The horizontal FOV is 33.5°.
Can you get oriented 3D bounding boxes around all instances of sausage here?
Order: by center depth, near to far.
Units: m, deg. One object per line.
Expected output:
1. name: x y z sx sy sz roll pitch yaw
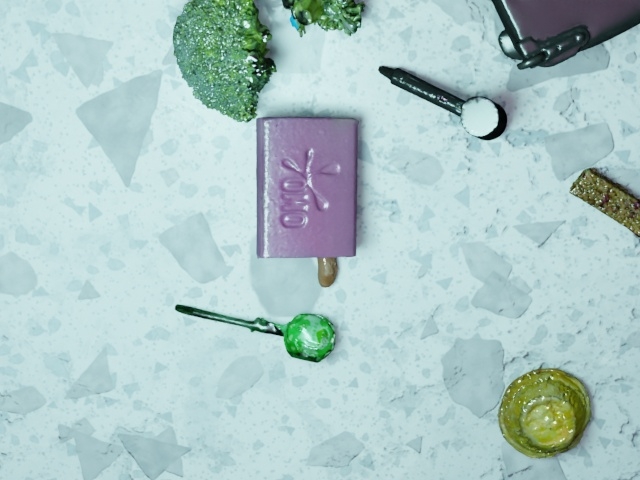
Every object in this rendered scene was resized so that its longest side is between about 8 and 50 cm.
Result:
1. sausage: 0.000 0.000 2.004 0.043 0.043 0.186 -11 105 7

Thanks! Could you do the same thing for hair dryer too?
1. hair dryer: 0.214 -0.252 1.909 0.248 0.114 0.070 26 99 17

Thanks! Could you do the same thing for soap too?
1. soap: -0.026 -0.094 1.922 0.181 0.081 0.259 0 95 -11

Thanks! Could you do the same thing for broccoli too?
1. broccoli: -0.010 -0.416 1.835 0.154 0.160 0.167 -13 117 35
2. broccoli: -0.160 -0.325 1.864 0.226 0.198 0.176 38 69 -34

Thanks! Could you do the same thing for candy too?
1. candy: -0.128 0.161 2.047 0.323 0.097 0.097 12 106 8

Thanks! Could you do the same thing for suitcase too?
1. suitcase: 0.409 -0.494 1.767 0.339 0.188 0.345 -26 100 12

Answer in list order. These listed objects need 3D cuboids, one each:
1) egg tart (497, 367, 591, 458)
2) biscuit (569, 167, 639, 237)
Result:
1. egg tart: 0.434 0.339 2.051 0.191 0.074 0.191 1 103 5
2. biscuit: 0.554 -0.061 1.952 0.199 0.034 0.064 32 105 -6
